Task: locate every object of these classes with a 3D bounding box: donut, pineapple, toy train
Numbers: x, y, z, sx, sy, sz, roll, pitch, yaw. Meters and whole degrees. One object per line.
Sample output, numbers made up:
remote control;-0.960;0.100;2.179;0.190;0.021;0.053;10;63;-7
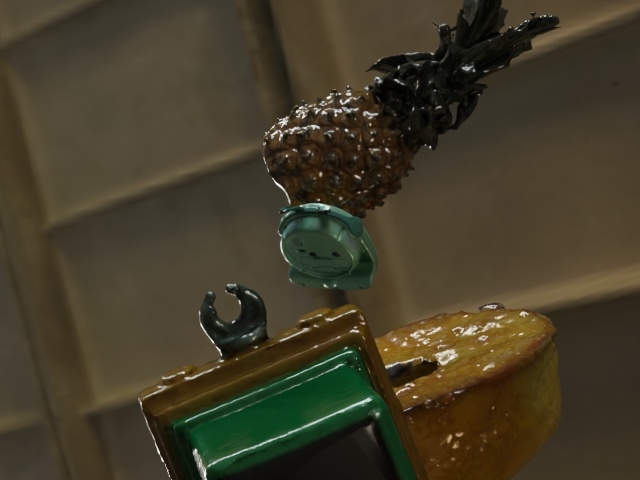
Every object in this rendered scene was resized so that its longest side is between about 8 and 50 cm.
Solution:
donut;0.137;0.221;2.041;0.435;0.377;0.164;-140;-148;-79
pineapple;0.107;-0.162;1.828;0.364;0.165;0.165;-37;-116;9
toy train;0.018;0.232;1.088;0.249;0.178;0.429;-161;-131;-81

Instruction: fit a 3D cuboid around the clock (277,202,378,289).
clock;0.000;0.000;1.734;0.101;0.041;0.135;2;-38;22
